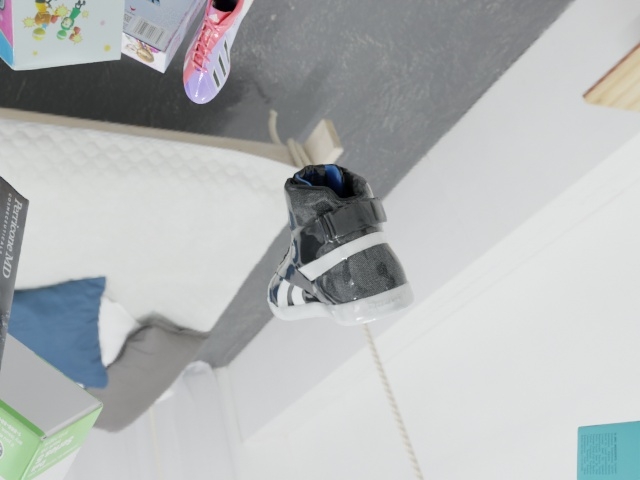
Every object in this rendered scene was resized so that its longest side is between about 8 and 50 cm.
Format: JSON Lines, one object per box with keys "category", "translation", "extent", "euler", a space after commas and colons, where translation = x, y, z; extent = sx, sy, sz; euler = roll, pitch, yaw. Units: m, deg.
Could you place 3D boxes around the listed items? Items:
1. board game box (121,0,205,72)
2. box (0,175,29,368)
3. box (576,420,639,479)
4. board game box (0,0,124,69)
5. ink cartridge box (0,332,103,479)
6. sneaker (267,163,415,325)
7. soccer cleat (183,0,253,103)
{"category": "board game box", "translation": [-0.339, -0.488, 1.031], "extent": [0.319, 0.317, 0.066], "euler": [26, 159, -8]}
{"category": "box", "translation": [-0.249, 0.009, 0.322], "extent": [0.093, 0.155, 0.158], "euler": [-10, 150, 7]}
{"category": "box", "translation": [0.340, 0.187, 0.508], "extent": [0.101, 0.060, 0.244], "euler": [19, 154, -15]}
{"category": "board game box", "translation": [-0.238, -0.319, 0.461], "extent": [0.098, 0.224, 0.303], "euler": [-23, 142, -41]}
{"category": "ink cartridge box", "translation": [-0.406, 0.253, 0.689], "extent": [0.272, 0.198, 0.115], "euler": [-60, 171, 11]}
{"category": "sneaker", "translation": [0.000, 0.000, 0.510], "extent": [0.079, 0.121, 0.217], "euler": [-17, -178, -23]}
{"category": "soccer cleat", "translation": [-0.177, -0.348, 1.027], "extent": [0.248, 0.083, 0.095], "euler": [-62, 179, 17]}
